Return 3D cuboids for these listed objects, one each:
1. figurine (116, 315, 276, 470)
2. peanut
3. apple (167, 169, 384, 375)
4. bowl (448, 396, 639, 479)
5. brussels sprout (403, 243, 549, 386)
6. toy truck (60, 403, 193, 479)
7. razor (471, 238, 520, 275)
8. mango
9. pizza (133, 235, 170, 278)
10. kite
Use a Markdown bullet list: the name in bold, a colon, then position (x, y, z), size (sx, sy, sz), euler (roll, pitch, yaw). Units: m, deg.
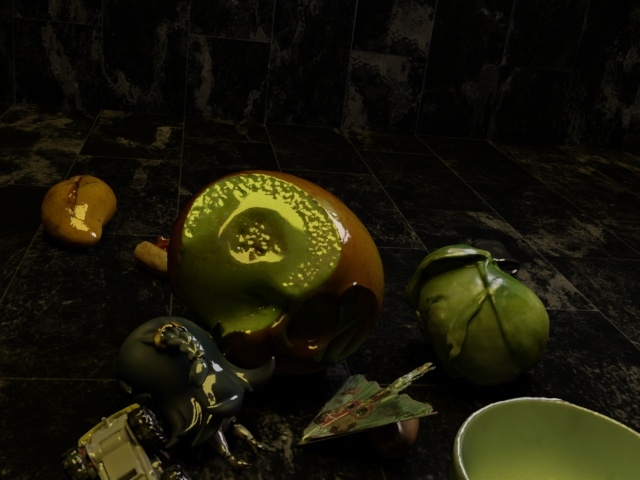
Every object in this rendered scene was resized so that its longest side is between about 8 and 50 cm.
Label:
- **figurine**: position (-0.201, 0.223, 1.166), size (0.265, 0.197, 0.175), euler (11, 7, 29)
- **peanut**: position (0.119, 0.293, 1.205), size (0.076, 0.076, 0.152), euler (11, 18, 10)
- **apple**: position (-0.078, 0.068, 1.336), size (0.384, 0.374, 0.374), euler (9, 16, -41)
- **bowl**: position (0.313, 0.358, 0.979), size (0.307, 0.163, 0.307), euler (7, 22, -3)
- **brussels sprout**: position (0.294, 0.146, 1.422), size (0.294, 0.227, 0.259), euler (35, 21, -28)
- **toy truck**: position (-0.227, 0.326, 0.957), size (0.136, 0.111, 0.286), euler (-33, 43, -11)
- **razor**: position (0.456, 0.045, 1.960), size (0.090, 0.054, 0.148), euler (2, 23, -13)
- **mango**: position (-0.594, -0.078, 1.852), size (0.177, 0.120, 0.295), euler (0, 22, -12)
- **pizza**: position (-0.269, 0.029, 1.739), size (0.289, 0.081, 0.229), euler (11, 21, 14)
- **kite**: position (0.075, 0.262, 1.220), size (0.267, 0.013, 0.323), euler (-25, 9, -17)
